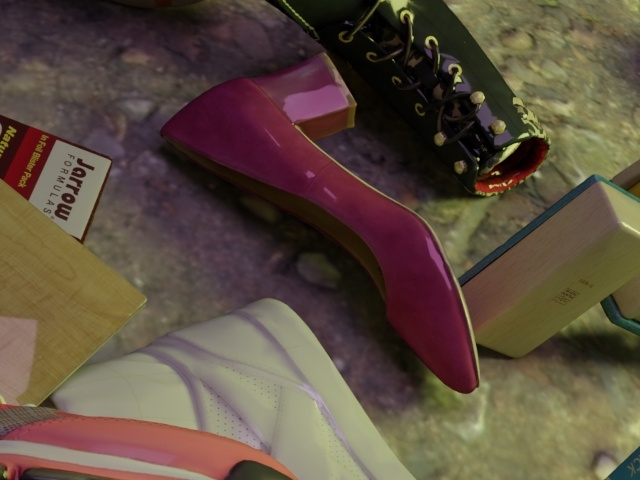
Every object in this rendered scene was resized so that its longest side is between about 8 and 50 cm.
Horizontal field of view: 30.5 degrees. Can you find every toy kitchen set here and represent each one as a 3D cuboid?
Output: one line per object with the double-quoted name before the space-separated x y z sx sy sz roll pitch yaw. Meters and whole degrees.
"toy kitchen set" 0.185 -0.003 0.792 0.207 0.122 0.166 24 37 -37

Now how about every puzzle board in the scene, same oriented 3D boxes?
"puzzle board" -0.156 0.016 0.529 0.128 0.011 0.096 38 47 6

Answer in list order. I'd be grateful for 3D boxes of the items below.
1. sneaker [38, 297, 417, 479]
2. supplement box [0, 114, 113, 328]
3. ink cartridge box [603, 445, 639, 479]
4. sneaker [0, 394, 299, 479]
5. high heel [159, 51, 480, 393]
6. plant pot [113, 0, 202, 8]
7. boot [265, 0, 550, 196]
"sneaker" -0.025 0.157 0.509 0.169 0.108 0.292 -14 48 -35
"supplement box" -0.238 -0.022 0.581 0.240 0.073 0.130 21 42 -11
"ink cartridge box" 0.203 0.194 0.589 0.062 0.104 0.181 4 47 -25
"sneaker" -0.150 0.085 0.432 0.314 0.115 0.136 -3 31 8
"high heel" 0.000 0.000 0.709 0.117 0.082 0.244 -25 75 -9
"plant pot" -0.115 -0.274 0.820 0.205 0.205 0.187 9 61 -21
"boot" 0.062 -0.123 0.790 0.178 0.085 0.236 54 18 21
